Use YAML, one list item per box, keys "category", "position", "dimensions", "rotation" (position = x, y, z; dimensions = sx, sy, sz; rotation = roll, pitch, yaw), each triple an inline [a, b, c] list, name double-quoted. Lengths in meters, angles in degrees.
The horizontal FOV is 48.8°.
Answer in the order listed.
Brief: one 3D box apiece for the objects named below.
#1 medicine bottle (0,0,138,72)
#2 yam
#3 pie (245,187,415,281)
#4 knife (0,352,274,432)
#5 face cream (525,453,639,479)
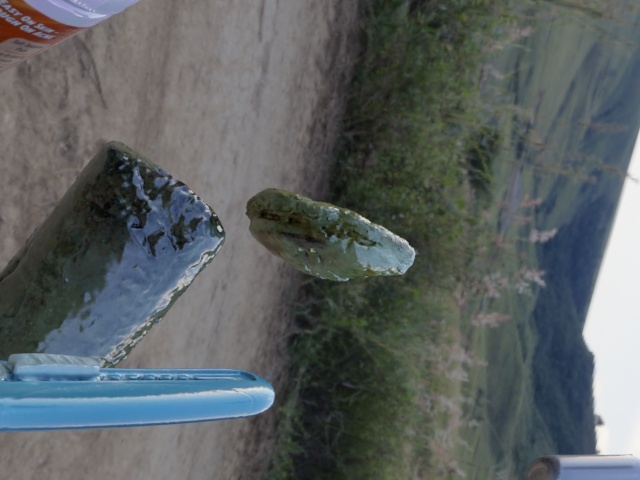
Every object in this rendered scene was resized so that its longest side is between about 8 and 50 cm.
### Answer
- category: "medicine bottle"
  position: [-0.330, -0.314, 0.705]
  dimensions: [0.252, 0.240, 0.253]
  rotation: [54, 25, -40]
- category: "yam"
  position: [-0.263, 0.037, 0.856]
  dimensions: [0.300, 0.195, 0.195]
  rotation: [-49, 164, 2]
- category: "pie"
  position: [0.000, 0.000, 0.983]
  dimensions: [0.201, 0.248, 0.090]
  rotation: [35, 72, -45]
- category: "knife"
  position: [-0.110, 0.074, 0.359]
  dimensions: [0.222, 0.064, 0.031]
  rotation: [12, 93, -45]
- category: "face cream"
  position: [0.165, 0.138, 0.414]
  dimensions: [0.040, 0.083, 0.021]
  rotation: [106, -17, -54]
